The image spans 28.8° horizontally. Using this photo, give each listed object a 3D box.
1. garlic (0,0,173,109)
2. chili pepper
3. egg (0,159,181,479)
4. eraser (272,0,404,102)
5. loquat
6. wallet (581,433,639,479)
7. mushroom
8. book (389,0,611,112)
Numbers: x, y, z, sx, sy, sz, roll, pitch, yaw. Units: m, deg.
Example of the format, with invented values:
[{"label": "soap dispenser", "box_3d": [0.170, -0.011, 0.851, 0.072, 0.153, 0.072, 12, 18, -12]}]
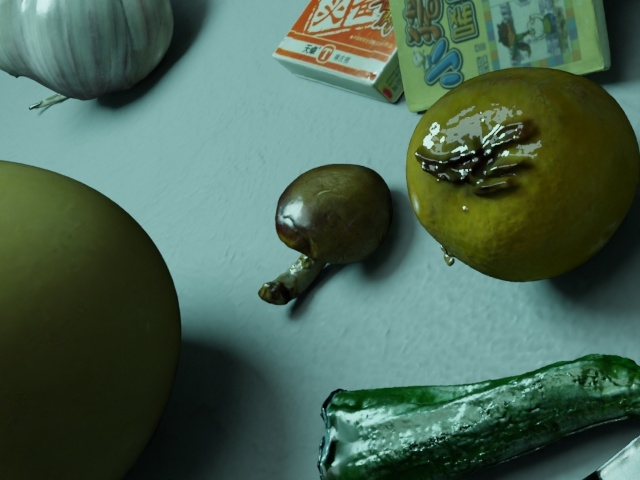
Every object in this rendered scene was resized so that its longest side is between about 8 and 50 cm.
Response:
[{"label": "garlic", "box_3d": [-0.270, -0.244, 1.337, 0.207, 0.207, 0.257, -64, 15, -19]}, {"label": "chili pepper", "box_3d": [0.103, 0.109, 0.731, 0.227, 0.059, 0.088, -17, 52, 31]}, {"label": "egg", "box_3d": [-0.274, 0.089, 0.930, 0.374, 0.301, 0.301, -18, 46, 22]}, {"label": "eraser", "box_3d": [0.071, -0.230, 1.071, 0.230, 0.038, 0.157, -56, 36, -7]}, {"label": "loquat", "box_3d": [0.124, -0.042, 0.771, 0.141, 0.141, 0.141, -27, 42, 28]}, {"label": "wallet", "box_3d": [0.127, 0.195, 0.636, 0.230, 0.042, 0.124, -43, 39, 12]}, {"label": "mushroom", "box_3d": [-0.003, -0.004, 0.922, 0.088, 0.073, 0.129, 41, 93, 24]}, {"label": "book", "box_3d": [0.120, -0.189, 0.908, 0.192, 0.013, 0.168, -8, 93, 50]}]
